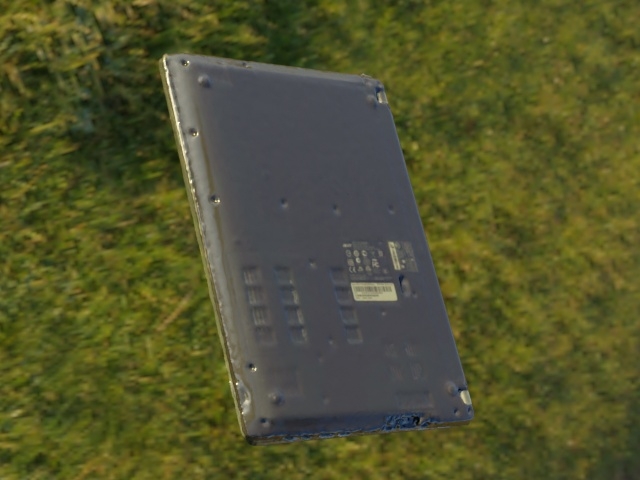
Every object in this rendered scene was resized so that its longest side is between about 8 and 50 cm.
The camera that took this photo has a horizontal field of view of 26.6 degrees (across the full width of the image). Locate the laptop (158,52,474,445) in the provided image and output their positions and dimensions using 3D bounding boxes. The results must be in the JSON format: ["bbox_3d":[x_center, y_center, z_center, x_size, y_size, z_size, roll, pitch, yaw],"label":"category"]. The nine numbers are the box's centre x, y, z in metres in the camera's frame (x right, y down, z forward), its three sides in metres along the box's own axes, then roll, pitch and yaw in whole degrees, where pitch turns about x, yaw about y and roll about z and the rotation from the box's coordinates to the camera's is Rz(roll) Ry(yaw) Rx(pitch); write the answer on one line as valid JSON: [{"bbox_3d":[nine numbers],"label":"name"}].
[{"bbox_3d":[0.000,0.000,0.606,0.129,0.016,0.180,1,65,-39],"label":"laptop"}]
